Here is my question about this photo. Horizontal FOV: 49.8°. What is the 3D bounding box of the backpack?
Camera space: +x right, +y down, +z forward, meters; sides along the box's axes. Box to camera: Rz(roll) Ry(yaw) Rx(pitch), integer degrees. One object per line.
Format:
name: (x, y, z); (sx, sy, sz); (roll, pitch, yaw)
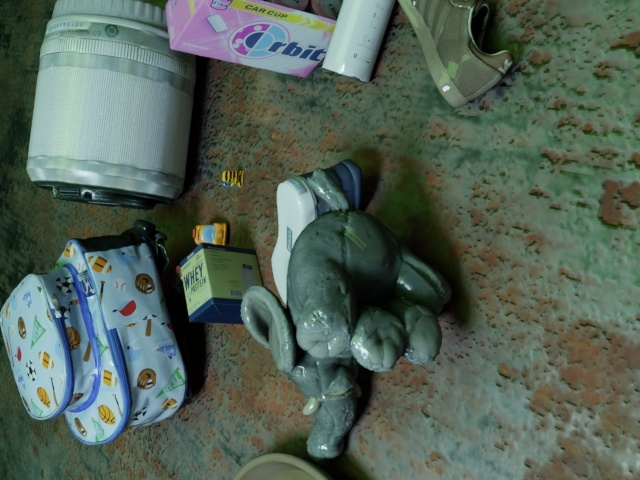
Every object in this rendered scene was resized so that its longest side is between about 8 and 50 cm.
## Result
backpack: (-0.304, 0.144, 0.954); (0.276, 0.213, 0.263); (-36, 79, 50)

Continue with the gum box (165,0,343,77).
gum box: (-0.064, -0.251, 0.774); (0.107, 0.188, 0.062); (-34, 60, 50)

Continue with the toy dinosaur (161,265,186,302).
toy dinosaur: (-0.202, 0.058, 0.971); (0.082, 0.090, 0.047); (79, -172, -64)

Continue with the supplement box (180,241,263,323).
supplement box: (-0.122, 0.055, 0.868); (0.056, 0.083, 0.083); (-37, 56, 38)

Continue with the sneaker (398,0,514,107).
sneaker: (0.123, -0.215, 0.656); (0.071, 0.066, 0.188); (-28, 67, 23)

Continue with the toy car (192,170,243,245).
toy car: (-0.148, -0.044, 0.946); (0.060, 0.040, 0.122); (23, 102, 48)

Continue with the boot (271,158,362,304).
boot: (0.000, 0.000, 0.756); (0.069, 0.086, 0.190); (50, 149, 32)

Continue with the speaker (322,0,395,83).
speaker: (0.048, -0.242, 0.739); (0.055, 0.055, 0.136); (32, 109, 47)

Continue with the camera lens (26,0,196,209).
camera lens: (-0.300, -0.189, 1.006); (0.219, 0.219, 0.274); (5, 88, 49)

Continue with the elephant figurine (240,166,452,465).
elephant figurine: (0.002, 0.089, 0.682); (0.239, 0.169, 0.186); (-48, 20, 53)

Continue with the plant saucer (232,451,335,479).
plant saucer: (-0.022, 0.366, 0.730); (0.278, 0.041, 0.277); (-6, 82, 48)
